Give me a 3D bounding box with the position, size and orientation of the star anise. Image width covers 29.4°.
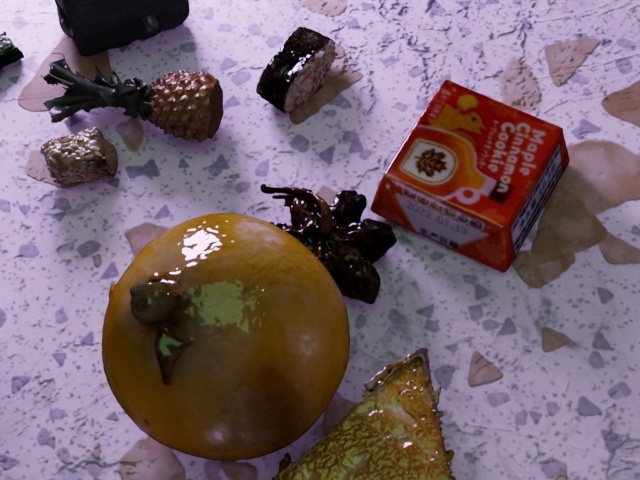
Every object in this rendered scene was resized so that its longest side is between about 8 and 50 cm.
[{"bbox_3d":[0.000,0.000,1.781,0.220,0.126,0.190,8,63,5],"label":"star anise"}]

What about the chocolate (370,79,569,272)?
[{"bbox_3d":[0.230,-0.107,1.838,0.235,0.108,0.237,27,63,17],"label":"chocolate"}]

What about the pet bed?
[{"bbox_3d":[-0.336,-0.409,2.017,0.211,0.183,0.159,-21,54,-11],"label":"pet bed"}]

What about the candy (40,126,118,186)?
[{"bbox_3d":[-0.374,-0.128,1.897,0.110,0.095,0.085,-18,63,-1],"label":"candy"}]

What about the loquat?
[{"bbox_3d":[-0.139,0.120,1.591,0.328,0.359,0.328,-9,69,26],"label":"loquat"}]

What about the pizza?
[{"bbox_3d":[0.058,0.292,1.628,0.251,0.074,0.288,-5,58,0],"label":"pizza"}]

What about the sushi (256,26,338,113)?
[{"bbox_3d":[-0.036,-0.276,1.968,0.078,0.090,0.150,32,64,16],"label":"sushi"}]

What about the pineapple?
[{"bbox_3d":[-0.299,-0.221,1.933,0.277,0.119,0.130,8,53,10],"label":"pineapple"}]

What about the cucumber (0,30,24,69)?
[{"bbox_3d":[-0.585,-0.280,2.024,0.187,0.058,0.058,-37,63,-18],"label":"cucumber"}]
